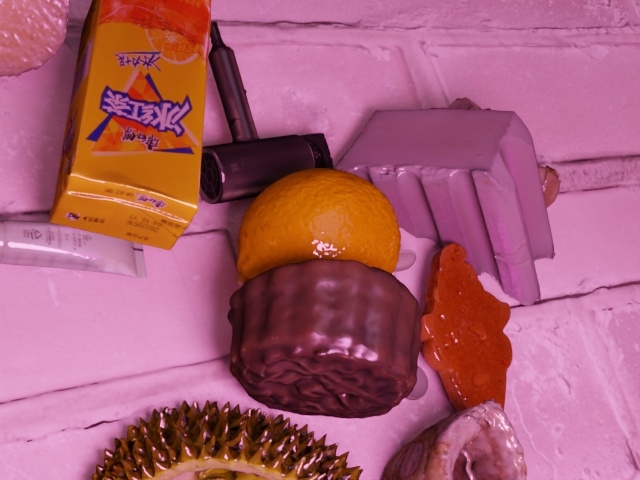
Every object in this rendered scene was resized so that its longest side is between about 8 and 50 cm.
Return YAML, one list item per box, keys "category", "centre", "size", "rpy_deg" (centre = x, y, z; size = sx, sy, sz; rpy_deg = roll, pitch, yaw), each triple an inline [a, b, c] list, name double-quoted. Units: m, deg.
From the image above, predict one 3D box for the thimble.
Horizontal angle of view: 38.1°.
- category: "thimble"
  centre: [0.160, 0.290, 1.113]
  size: [0.138, 0.143, 0.190]
  rpy_deg: [23, 56, -15]

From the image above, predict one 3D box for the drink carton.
- category: "drink carton"
  centre: [-0.227, -0.171, 1.155]
  size: [0.155, 0.111, 0.351]
  rpy_deg: [14, 52, -22]

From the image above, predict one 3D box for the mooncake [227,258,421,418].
- category: "mooncake"
  centre: [0.003, 0.124, 1.070]
  size: [0.228, 0.228, 0.124]
  rpy_deg: [14, 57, -21]

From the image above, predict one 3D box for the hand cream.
- category: "hand cream"
  centre: [-0.304, 0.005, 1.085]
  size: [0.205, 0.050, 0.078]
  rpy_deg: [5, 58, -31]

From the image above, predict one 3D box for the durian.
- category: "durian"
  centre: [-0.075, 0.281, 1.043]
  size: [0.356, 0.157, 0.169]
  rpy_deg: [23, 92, -15]

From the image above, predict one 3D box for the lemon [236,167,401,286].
- category: "lemon"
  centre: [0.000, 0.000, 1.161]
  size: [0.244, 0.187, 0.186]
  rpy_deg: [-16, 73, -33]

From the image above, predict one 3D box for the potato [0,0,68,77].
- category: "potato"
  centre: [-0.414, -0.303, 1.146]
  size: [0.202, 0.182, 0.117]
  rpy_deg: [-6, 28, -12]

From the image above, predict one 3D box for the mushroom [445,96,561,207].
- category: "mushroom"
  centre: [0.276, -0.127, 1.433]
  size: [0.223, 0.092, 0.081]
  rpy_deg: [40, 36, -13]

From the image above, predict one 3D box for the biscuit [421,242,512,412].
- category: "biscuit"
  centre: [0.201, 0.139, 1.270]
  size: [0.183, 0.043, 0.280]
  rpy_deg: [2, 74, -36]

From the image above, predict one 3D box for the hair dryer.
- category: "hair dryer"
  centre: [-0.090, -0.182, 1.253]
  size: [0.196, 0.078, 0.248]
  rpy_deg: [-13, 85, -34]

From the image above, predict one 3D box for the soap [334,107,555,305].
- category: "soap"
  centre: [0.192, -0.049, 1.376]
  size: [0.159, 0.258, 0.302]
  rpy_deg: [-66, 146, -36]

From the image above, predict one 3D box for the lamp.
- category: "lamp"
  centre: [0.116, 0.113, 1.246]
  size: [0.050, 0.056, 0.198]
  rpy_deg: [3, 67, -30]
